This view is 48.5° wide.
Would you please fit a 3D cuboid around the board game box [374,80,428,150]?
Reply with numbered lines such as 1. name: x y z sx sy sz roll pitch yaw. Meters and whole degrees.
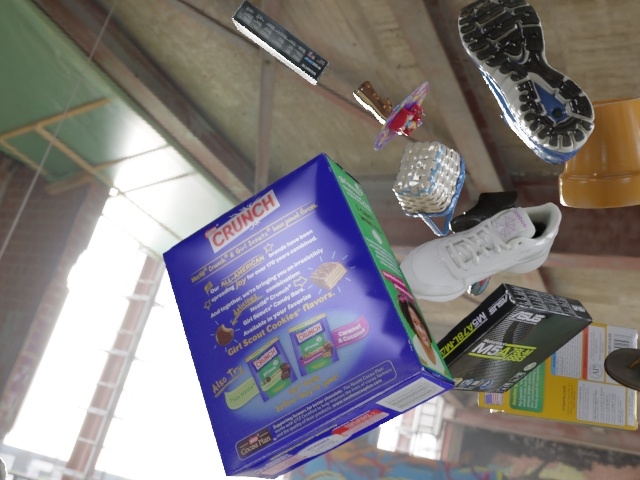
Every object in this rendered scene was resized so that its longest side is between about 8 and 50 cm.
1. board game box: 0.175 -0.240 1.422 0.033 0.168 0.133 39 -28 12

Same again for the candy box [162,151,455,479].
1. candy box: -0.028 0.092 0.887 0.268 0.317 0.122 -31 -30 14

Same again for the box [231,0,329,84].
1. box: -0.084 -0.426 1.547 0.220 0.051 0.175 35 6 -8

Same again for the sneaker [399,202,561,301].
1. sneaker: 0.268 0.004 1.195 0.305 0.114 0.152 -18 -30 -20

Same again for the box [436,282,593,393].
1. box: 0.254 0.142 0.983 0.190 0.045 0.184 14 -49 -40

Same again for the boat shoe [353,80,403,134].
1. boat shoe: 0.170 -0.363 1.937 0.178 0.060 0.064 44 3 1

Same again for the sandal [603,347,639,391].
1. sandal: 0.617 0.235 1.250 0.219 0.090 0.060 20 -39 36

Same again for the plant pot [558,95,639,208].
1. plant pot: 0.560 -0.175 1.370 0.205 0.188 0.205 -9 11 2

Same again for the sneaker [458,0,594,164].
1. sneaker: 0.321 -0.260 1.165 0.129 0.330 0.147 -22 -22 1

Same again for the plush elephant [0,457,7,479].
1. plush elephant: -0.357 0.399 0.791 0.255 0.272 0.330 22 -36 14

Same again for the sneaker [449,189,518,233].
1. sneaker: 0.351 -0.064 1.528 0.170 0.089 0.051 -7 -42 -5

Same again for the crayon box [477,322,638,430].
1. crayon box: 0.467 0.259 1.433 0.322 0.203 0.083 9 -16 -5

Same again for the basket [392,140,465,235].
1. basket: 0.372 -0.183 2.308 0.201 0.255 0.289 1 -26 43

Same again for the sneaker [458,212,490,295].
1. sneaker: 0.436 0.034 2.070 0.125 0.262 0.104 3 18 5
